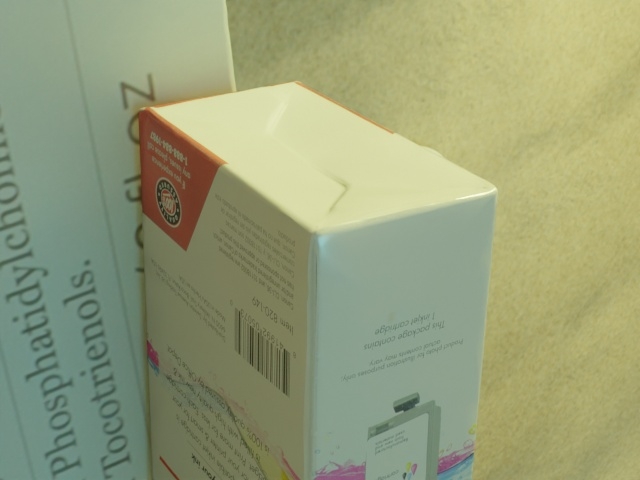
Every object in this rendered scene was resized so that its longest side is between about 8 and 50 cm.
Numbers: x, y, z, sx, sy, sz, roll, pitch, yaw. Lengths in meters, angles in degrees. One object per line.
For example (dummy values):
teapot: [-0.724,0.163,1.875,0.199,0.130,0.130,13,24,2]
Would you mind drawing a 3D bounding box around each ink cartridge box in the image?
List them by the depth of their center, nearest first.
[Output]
ink cartridge box: [-0.007,0.059,0.414,0.067,0.115,0.198,-14,120,-29]

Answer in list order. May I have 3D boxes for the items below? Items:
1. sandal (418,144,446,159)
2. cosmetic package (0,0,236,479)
sandal: [0.000,-0.010,0.835,0.265,0.076,0.102,-17,120,-28]
cosmetic package: [-0.270,-0.019,0.483,0.393,0.327,0.329,-20,122,-25]
